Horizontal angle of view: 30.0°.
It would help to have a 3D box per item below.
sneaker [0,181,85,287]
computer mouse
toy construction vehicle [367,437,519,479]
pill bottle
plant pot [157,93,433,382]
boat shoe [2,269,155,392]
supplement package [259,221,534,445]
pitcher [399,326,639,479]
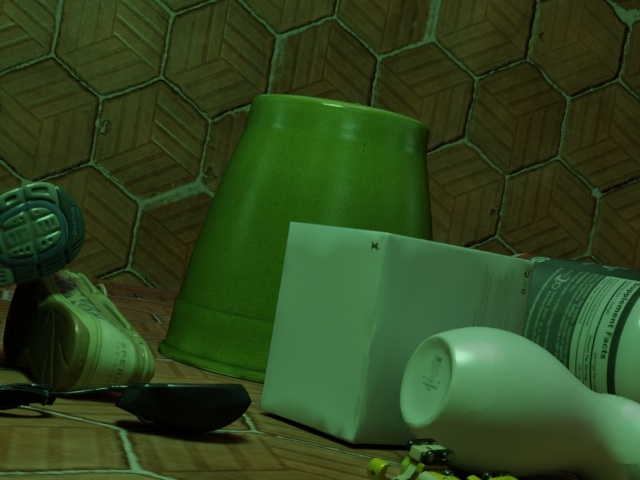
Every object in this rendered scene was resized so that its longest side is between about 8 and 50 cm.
[{"bbox_3d":[-0.375,0.032,1.146,0.297,0.111,0.129,-19,6,-25],"label":"sneaker"},{"bbox_3d":[-0.173,0.134,0.961,0.242,0.041,0.071,3,-6,-17],"label":"computer mouse"},{"bbox_3d":[0.094,0.182,0.892,0.086,0.035,0.098,25,12,41],"label":"toy construction vehicle"},{"bbox_3d":[0.386,0.140,1.545,0.210,0.210,0.363,10,0,-44],"label":"pill bottle"},{"bbox_3d":[0.000,0.000,1.565,0.367,0.353,0.366,10,0,0],"label":"plant pot"},{"bbox_3d":[-0.248,0.091,1.184,0.089,0.104,0.285,15,8,-28],"label":"boat shoe"},{"bbox_3d":[0.075,0.093,1.171,0.203,0.194,0.149,11,-1,-39],"label":"supplement package"},{"bbox_3d":[0.166,0.149,1.065,0.207,0.125,0.178,20,-6,-24],"label":"pitcher"}]
